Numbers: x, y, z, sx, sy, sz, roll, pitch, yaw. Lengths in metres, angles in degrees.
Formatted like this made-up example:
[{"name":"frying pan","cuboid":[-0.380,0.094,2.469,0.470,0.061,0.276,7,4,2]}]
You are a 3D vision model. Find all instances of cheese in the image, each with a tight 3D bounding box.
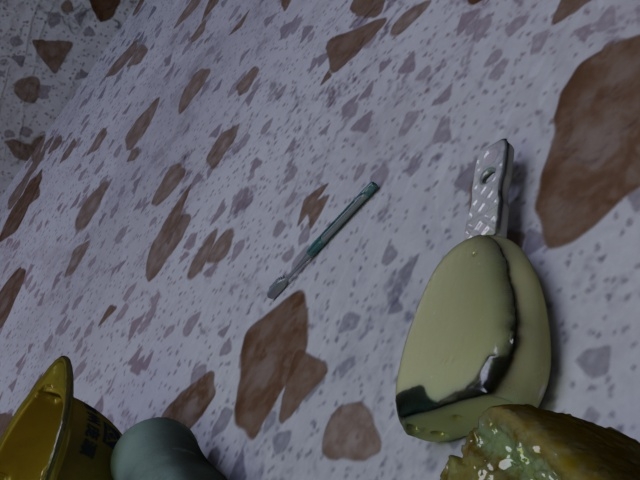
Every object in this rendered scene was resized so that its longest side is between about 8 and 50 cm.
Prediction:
[{"name":"cheese","cuboid":[0.119,0.024,0.737,0.127,0.054,0.251,-28,38,44]}]

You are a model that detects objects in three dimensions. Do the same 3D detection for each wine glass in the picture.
[{"name":"wine glass","cuboid":[-0.120,0.235,0.850,0.103,0.103,0.231,-57,23,-1]}]

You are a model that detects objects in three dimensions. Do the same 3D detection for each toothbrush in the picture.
[{"name":"toothbrush","cuboid":[0.000,0.000,1.003,0.167,0.011,0.014,-47,23,19]}]

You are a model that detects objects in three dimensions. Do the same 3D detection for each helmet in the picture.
[{"name":"helmet","cuboid":[-0.253,0.256,1.000,0.257,0.140,0.205,-53,28,20]}]

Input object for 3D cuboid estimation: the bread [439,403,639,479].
[{"name":"bread","cuboid":[0.146,0.163,0.455,0.102,0.138,0.196,-64,26,9]}]
